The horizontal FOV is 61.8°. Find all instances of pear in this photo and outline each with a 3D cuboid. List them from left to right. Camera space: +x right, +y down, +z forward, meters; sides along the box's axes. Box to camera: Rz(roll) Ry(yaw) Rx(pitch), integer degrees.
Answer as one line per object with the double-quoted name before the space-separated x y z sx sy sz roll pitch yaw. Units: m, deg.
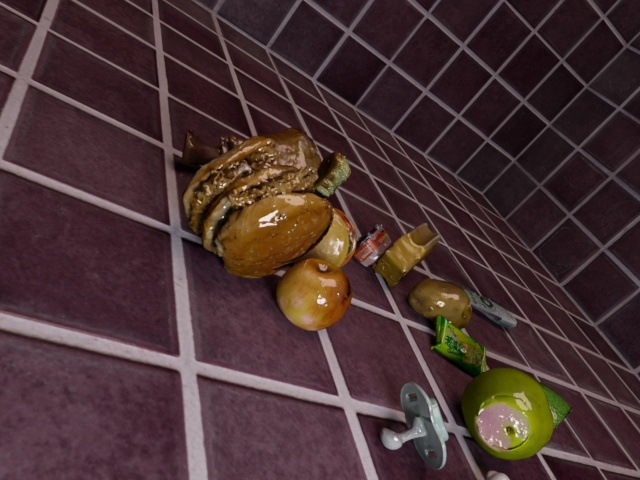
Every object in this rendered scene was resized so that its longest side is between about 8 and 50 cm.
"pear" 0.395 0.358 1.125 0.187 0.187 0.219 50 15 21

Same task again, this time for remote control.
"remote control" 0.550 0.225 1.774 0.256 0.045 0.097 29 24 -18

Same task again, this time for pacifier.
"pacifier" 0.154 0.327 0.928 0.116 0.127 0.150 -14 81 -19

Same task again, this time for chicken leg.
"chicken leg" -0.137 -0.157 1.268 0.409 0.182 0.295 6 57 -48

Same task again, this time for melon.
"melon" 0.497 0.386 1.294 0.169 0.129 0.265 48 24 24

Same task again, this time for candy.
"candy" 0.356 0.273 1.353 0.178 0.032 0.102 36 51 -16

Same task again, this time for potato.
"potato" 0.322 0.165 1.420 0.176 0.137 0.137 31 25 -18

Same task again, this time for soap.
"soap" 0.232 0.041 1.455 0.080 0.160 0.257 44 22 11

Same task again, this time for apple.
"apple" -0.008 0.099 1.017 0.146 0.146 0.146 33 24 -17

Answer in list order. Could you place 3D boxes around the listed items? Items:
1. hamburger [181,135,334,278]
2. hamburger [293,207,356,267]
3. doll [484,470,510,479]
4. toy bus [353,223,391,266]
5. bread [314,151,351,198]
"hamburger" -0.114 -0.061 0.977 0.211 0.260 0.245 53 18 18
"hamburger" 0.000 0.000 1.184 0.162 0.162 0.115 47 18 15
"doll" 0.361 0.487 0.977 0.162 0.062 0.106 35 19 -11
"toy bus" 0.141 0.016 1.476 0.077 0.079 0.174 51 23 0
"bread" 0.033 -0.206 1.635 0.069 0.128 0.140 37 23 -21
